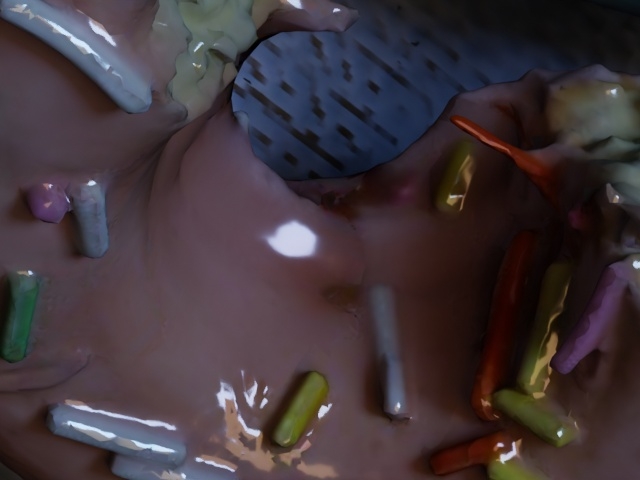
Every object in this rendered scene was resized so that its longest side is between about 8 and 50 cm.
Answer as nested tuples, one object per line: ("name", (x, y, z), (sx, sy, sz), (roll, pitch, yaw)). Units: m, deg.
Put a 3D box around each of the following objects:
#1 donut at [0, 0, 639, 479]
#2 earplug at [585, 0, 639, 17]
("donut", (0.000, 0.000, 0.381), (0.233, 0.085, 0.199), (23, 133, -15))
("earplug", (0.108, -0.111, 0.419), (0.324, 0.185, 0.185), (9, 95, -15))
